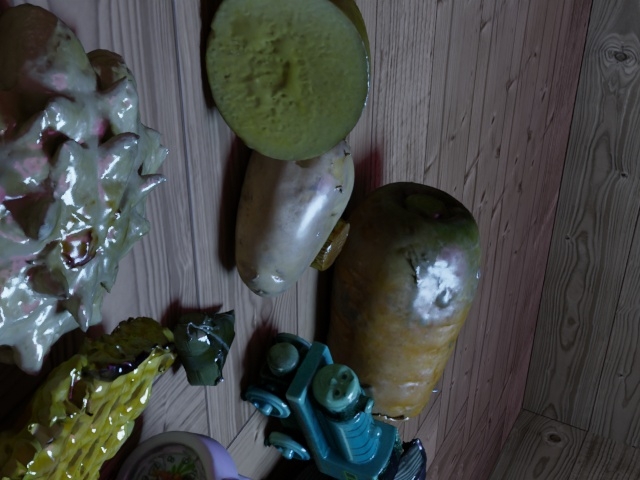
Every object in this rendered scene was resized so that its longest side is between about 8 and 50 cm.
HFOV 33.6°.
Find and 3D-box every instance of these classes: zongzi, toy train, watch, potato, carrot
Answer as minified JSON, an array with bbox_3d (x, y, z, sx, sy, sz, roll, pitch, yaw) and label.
[{"bbox_3d":[-0.132,0.097,1.247,0.109,0.055,0.119,79,23,-48],"label":"zongzi"},{"bbox_3d":[0.010,0.248,1.518,0.120,0.194,0.298,-61,155,-25],"label":"toy train"},{"bbox_3d":[-0.112,0.346,1.219,0.196,0.244,0.231,-67,151,-17],"label":"watch"},{"bbox_3d":[-0.030,-0.048,1.277,0.235,0.128,0.161,-62,153,-12],"label":"potato"},{"bbox_3d":[0.121,0.088,1.644,0.224,0.224,0.341,-40,150,-55],"label":"carrot"},{"bbox_3d":[-0.021,-0.209,1.152,0.158,0.178,0.204,-68,140,-56],"label":"potato"}]

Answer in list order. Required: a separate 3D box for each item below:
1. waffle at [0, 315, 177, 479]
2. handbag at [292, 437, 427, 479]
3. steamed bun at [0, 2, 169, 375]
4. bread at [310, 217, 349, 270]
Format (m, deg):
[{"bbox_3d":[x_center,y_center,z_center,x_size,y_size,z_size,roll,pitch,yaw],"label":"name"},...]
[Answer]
[{"bbox_3d":[-0.224,0.182,0.958,0.312,0.060,0.307,-52,173,-49],"label":"waffle"},{"bbox_3d":[0.033,0.455,1.698,0.340,0.247,0.240,-38,131,-55],"label":"handbag"},{"bbox_3d":[-0.209,-0.032,0.834,0.295,0.137,0.292,-13,117,-64],"label":"steamed bun"},{"bbox_3d":[0.000,0.000,1.495,0.085,0.053,0.085,-57,165,-23],"label":"bread"}]
